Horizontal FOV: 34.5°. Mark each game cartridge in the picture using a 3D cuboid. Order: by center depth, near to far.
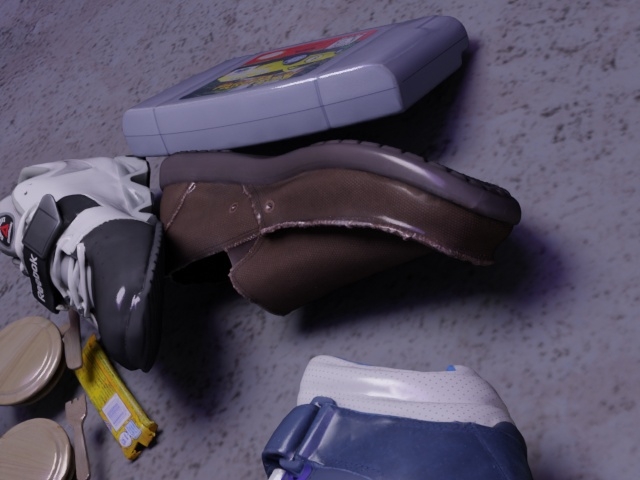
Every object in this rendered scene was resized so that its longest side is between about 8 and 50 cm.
[{"bbox_3d":[-0.031,-0.139,0.947,0.294,0.060,0.196,-6,25,31],"label":"game cartridge"}]

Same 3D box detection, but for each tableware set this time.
[{"bbox_3d":[-0.251,0.154,0.893,0.128,0.039,0.194,-23,51,9],"label":"tableware set"}]

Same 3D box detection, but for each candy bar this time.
[{"bbox_3d":[-0.183,0.132,0.892,0.040,0.018,0.161,-50,41,0],"label":"candy bar"}]

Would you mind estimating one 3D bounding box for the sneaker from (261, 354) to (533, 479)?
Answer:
[{"bbox_3d":[-0.022,0.188,0.624,0.322,0.130,0.236,-25,33,22],"label":"sneaker"}]

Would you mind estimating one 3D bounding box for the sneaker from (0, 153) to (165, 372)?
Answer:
[{"bbox_3d":[-0.210,0.014,0.883,0.146,0.123,0.330,2,20,-17],"label":"sneaker"}]

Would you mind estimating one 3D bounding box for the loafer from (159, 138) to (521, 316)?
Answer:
[{"bbox_3d":[0.000,0.000,0.824,0.365,0.133,0.130,3,81,48],"label":"loafer"}]
